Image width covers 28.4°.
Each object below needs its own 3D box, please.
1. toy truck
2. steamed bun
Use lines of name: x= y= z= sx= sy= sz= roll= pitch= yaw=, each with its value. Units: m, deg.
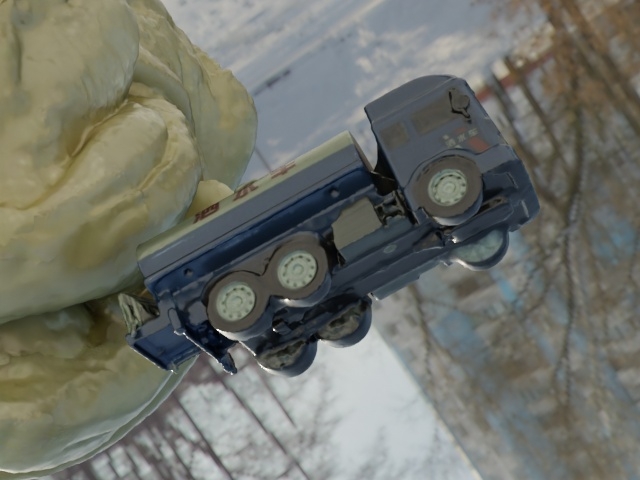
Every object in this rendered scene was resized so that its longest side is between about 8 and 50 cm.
toy truck: x=0.000 y=0.000 z=0.607 sx=0.201 sy=0.088 sz=0.074 roll=-29 pitch=148 yaw=7
steamed bun: x=-0.165 y=-0.018 z=0.765 sx=0.230 sy=0.325 sz=0.372 roll=13 pitch=-174 yaw=16
